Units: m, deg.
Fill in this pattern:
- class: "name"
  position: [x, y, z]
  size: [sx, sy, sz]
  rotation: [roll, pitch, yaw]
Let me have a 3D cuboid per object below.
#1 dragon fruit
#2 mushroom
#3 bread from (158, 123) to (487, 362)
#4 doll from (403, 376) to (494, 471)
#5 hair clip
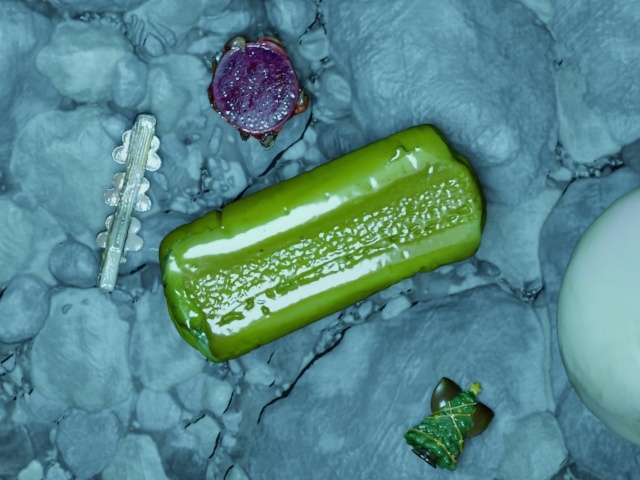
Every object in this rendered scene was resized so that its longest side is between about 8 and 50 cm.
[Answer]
- class: "dragon fruit"
  position: [-0.072, -0.171, 1.503]
  size: [0.126, 0.068, 0.112]
  rotation: [44, 85, 6]
- class: "mushroom"
  position: [0.435, 0.072, 1.429]
  size: [0.356, 0.315, 0.315]
  rotation: [-8, 98, 8]
- class: "bread"
  position: [0.000, 0.000, 1.502]
  size: [0.384, 0.112, 0.166]
  rotation: [-24, 100, 2]
- class: "doll"
  position: [0.154, 0.217, 1.553]
  size: [0.078, 0.076, 0.113]
  rotation: [37, 95, 3]
- class: "hair clip"
  position: [-0.224, -0.042, 1.526]
  size: [0.062, 0.056, 0.213]
  rotation: [13, 89, -15]
